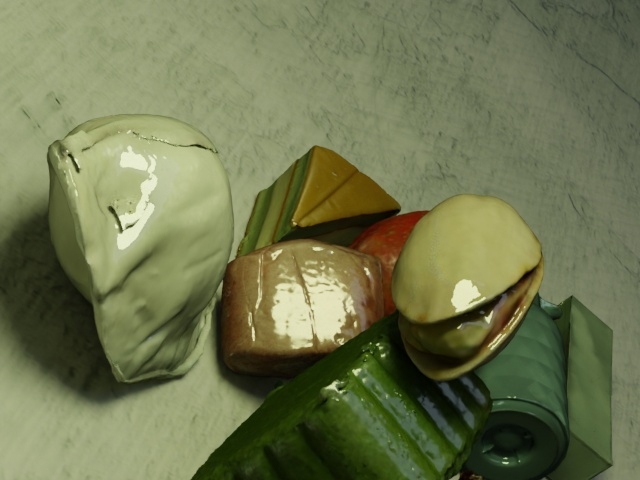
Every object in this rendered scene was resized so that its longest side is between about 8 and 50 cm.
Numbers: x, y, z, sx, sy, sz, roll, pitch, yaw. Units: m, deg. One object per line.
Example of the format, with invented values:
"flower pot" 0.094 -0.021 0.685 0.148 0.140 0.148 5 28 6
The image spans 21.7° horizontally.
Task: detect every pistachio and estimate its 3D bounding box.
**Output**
"pistachio" 0.135 0.037 1.537 0.144 0.144 0.215 43 32 -16

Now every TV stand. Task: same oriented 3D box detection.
"TV stand" 0.324 0.195 2.172 0.088 0.083 0.269 39 33 -17

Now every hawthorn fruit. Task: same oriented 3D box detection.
"hawthorn fruit" 0.122 0.054 1.916 0.205 0.205 0.253 50 46 -3

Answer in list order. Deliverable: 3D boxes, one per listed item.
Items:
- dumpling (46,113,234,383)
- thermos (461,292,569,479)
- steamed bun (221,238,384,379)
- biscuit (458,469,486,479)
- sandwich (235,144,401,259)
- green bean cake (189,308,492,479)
"dumpling" -0.168 0.008 1.614 0.341 0.181 0.260 172 -89 -81
"thermos" 0.211 0.149 2.026 0.182 0.145 0.286 12 37 -5
"steamed bun" -0.019 0.074 1.763 0.175 0.106 0.145 -1 64 -6
"biscuit" 0.287 0.409 1.864 0.388 0.073 0.107 43 -5 -14
"sandwich" 0.000 0.000 1.902 0.144 0.117 0.187 38 32 -16
"green bean cake" 0.016 0.203 1.581 0.156 0.250 0.247 50 29 -2
